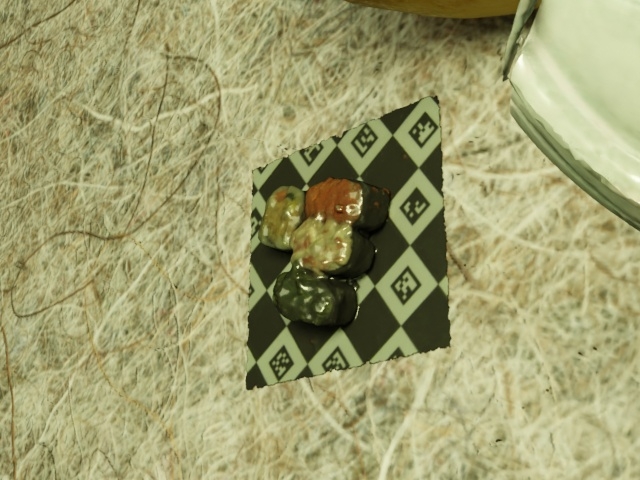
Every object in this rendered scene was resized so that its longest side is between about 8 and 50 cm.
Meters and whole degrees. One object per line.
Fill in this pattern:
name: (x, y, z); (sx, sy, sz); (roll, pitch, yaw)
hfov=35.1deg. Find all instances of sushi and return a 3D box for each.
sushi: (0.000, 0.000, 0.861); (0.231, 0.047, 0.220); (-18, 63, 40)

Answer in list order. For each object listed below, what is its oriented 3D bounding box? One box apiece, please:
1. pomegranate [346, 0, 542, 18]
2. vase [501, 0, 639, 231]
pomegranate: (0.088, -0.305, 0.695); (0.332, 0.332, 0.333); (-19, 63, 40)
vase: (0.295, -0.040, 0.330); (0.445, 0.250, 0.250); (26, 95, 13)
